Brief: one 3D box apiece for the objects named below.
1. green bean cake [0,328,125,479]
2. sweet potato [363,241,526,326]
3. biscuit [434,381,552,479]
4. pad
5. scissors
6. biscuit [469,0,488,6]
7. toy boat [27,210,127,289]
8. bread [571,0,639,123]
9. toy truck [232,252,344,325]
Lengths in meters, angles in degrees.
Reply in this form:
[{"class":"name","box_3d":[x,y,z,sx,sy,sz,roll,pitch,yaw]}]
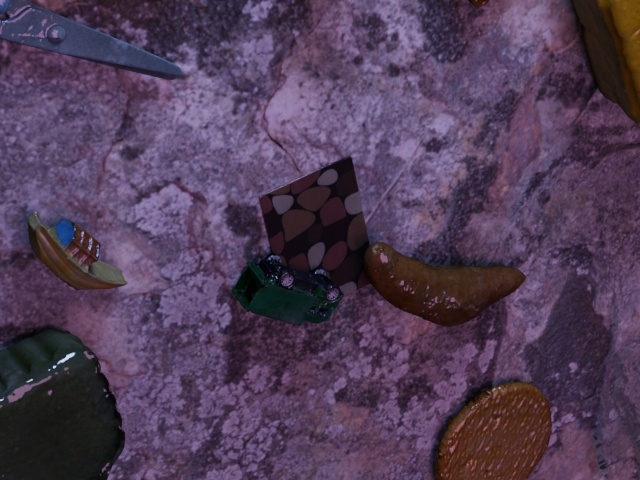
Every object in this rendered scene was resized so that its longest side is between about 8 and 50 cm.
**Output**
[{"class":"green bean cake","box_3d":[-0.384,0.249,1.780,0.227,0.125,0.222,-25,124,-21]},{"class":"sweet potato","box_3d":[0.194,0.078,2.073,0.341,0.092,0.114,10,96,-38]},{"class":"biscuit","box_3d":[0.306,0.359,2.338,0.254,0.035,0.254,-14,121,-26]},{"class":"pad","box_3d":[0.000,0.000,1.964,0.158,0.003,0.235,-26,126,-19]},{"class":"scissors","box_3d":[-0.353,-0.259,1.577,0.447,0.029,0.192,15,107,-37]},{"class":"biscuit","box_3d":[0.253,-0.419,1.878,0.124,0.026,0.175,34,94,-39]},{"class":"toy boat","box_3d":[-0.319,0.018,1.729,0.066,0.065,0.172,-41,135,5]},{"class":"bread","box_3d":[0.542,-0.376,1.973,0.333,0.143,0.323,-30,135,-2]},{"class":"toy truck","box_3d":[-0.042,0.074,1.932,0.147,0.065,0.079,16,110,-35]}]
